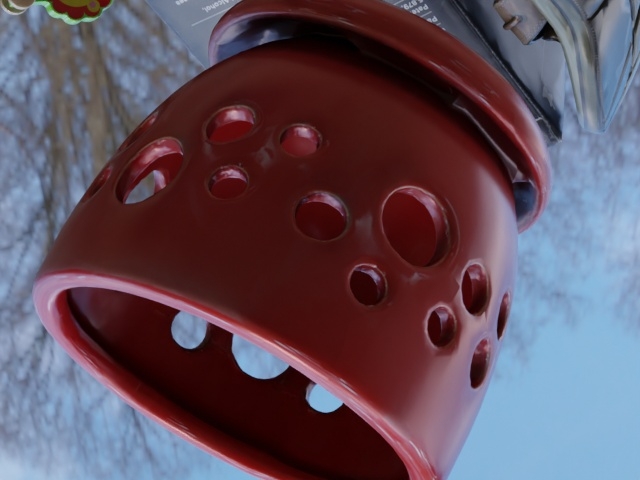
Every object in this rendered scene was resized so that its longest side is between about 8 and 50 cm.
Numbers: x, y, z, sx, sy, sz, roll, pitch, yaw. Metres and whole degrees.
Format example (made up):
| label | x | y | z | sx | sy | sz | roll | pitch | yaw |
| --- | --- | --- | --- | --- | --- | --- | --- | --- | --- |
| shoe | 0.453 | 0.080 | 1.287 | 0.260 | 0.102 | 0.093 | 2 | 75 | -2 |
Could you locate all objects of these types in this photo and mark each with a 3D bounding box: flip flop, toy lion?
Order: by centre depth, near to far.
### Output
| label | x | y | z | sx | sy | sz | roll | pitch | yaw |
| --- | --- | --- | --- | --- | --- | --- | --- | --- | --- |
| flip flop | 0.138 | -0.164 | 1.018 | 0.080 | 0.277 | 0.112 | 16 | -106 | 33 |
| toy lion | -0.213 | -0.223 | 1.364 | 0.096 | 0.034 | 0.100 | -11 | -90 | -25 |

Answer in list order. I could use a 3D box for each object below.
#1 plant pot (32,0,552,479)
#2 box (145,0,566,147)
| label | x | y | z | sx | sy | sz | roll | pitch | yaw |
| --- | --- | --- | --- | --- | --- | --- | --- | --- | --- |
| plant pot | 0.000 | 0.000 | 0.731 | 0.191 | 0.191 | 0.174 | 23 | -112 | 19 |
| box | 0.021 | -0.247 | 1.157 | 0.179 | 0.312 | 0.343 | -22 | -144 | 29 |
